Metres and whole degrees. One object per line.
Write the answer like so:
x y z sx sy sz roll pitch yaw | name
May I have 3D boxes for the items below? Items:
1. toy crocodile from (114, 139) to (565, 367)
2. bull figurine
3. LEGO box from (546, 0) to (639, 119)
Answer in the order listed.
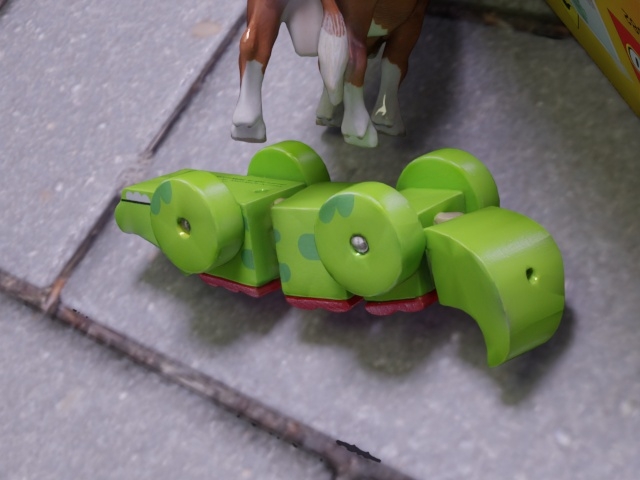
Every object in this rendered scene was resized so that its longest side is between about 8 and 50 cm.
0.000 0.000 0.781 0.340 0.105 0.115 7 21 37 | toy crocodile
0.025 -0.163 0.801 0.101 0.310 0.188 8 101 20 | bull figurine
0.163 -0.292 0.693 0.193 0.372 0.500 -33 47 8 | LEGO box
